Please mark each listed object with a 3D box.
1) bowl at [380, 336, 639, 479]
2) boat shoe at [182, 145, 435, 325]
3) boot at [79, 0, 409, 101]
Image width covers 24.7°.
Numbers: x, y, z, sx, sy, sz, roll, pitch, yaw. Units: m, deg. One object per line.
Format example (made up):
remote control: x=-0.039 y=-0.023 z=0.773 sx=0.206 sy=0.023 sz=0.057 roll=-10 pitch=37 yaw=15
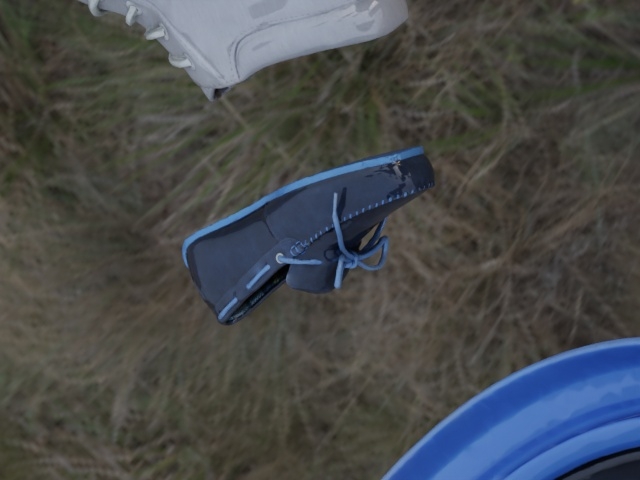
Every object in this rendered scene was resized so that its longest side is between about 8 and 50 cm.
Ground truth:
bowl: x=0.117 y=0.230 z=0.745 sx=0.391 sy=0.391 sz=0.077 roll=-29 pitch=122 yaw=37
boat shoe: x=0.000 y=0.000 z=1.140 sx=0.258 sy=0.109 sz=0.089 roll=-26 pitch=80 yaw=49
boot: x=-0.081 y=-0.118 z=0.682 sx=0.258 sy=0.095 sz=0.123 roll=-7 pitch=113 yaw=40
